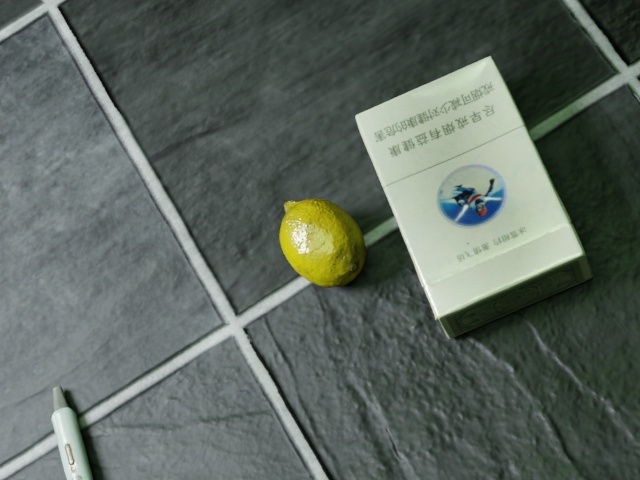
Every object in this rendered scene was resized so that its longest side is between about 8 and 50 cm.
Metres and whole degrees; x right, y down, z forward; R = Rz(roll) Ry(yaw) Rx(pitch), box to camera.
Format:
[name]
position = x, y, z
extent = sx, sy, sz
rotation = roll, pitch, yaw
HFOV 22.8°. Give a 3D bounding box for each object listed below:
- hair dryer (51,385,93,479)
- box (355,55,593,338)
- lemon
[hair dryer]
position = -0.245, 0.223, 1.677
extent = 0.155, 0.044, 0.183
rotation = -11, 63, 9
[box]
position = 0.157, -0.047, 1.655
extent = 0.164, 0.069, 0.256
rotation = -24, 63, 6
[lemon]
position = 0.000, 0.000, 1.674
extent = 0.082, 0.082, 0.111
rotation = -42, 70, -3
